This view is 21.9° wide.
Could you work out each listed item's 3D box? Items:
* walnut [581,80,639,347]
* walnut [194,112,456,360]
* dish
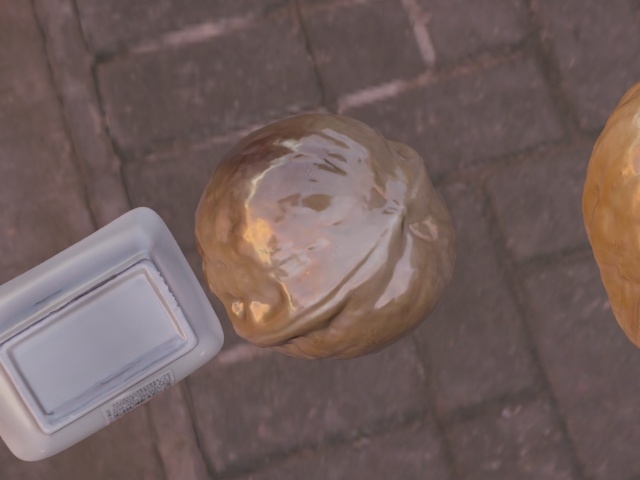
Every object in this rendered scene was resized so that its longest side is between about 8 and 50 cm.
[{"bbox_3d":[0.199,-0.006,0.792,0.166,0.166,0.149,40,63,12],"label":"walnut"},{"bbox_3d":[0.001,-0.001,0.906,0.140,0.162,0.140,11,68,-30],"label":"walnut"},{"bbox_3d":[-0.193,0.084,1.397,0.212,0.077,0.151,-30,101,-11],"label":"dish"}]
